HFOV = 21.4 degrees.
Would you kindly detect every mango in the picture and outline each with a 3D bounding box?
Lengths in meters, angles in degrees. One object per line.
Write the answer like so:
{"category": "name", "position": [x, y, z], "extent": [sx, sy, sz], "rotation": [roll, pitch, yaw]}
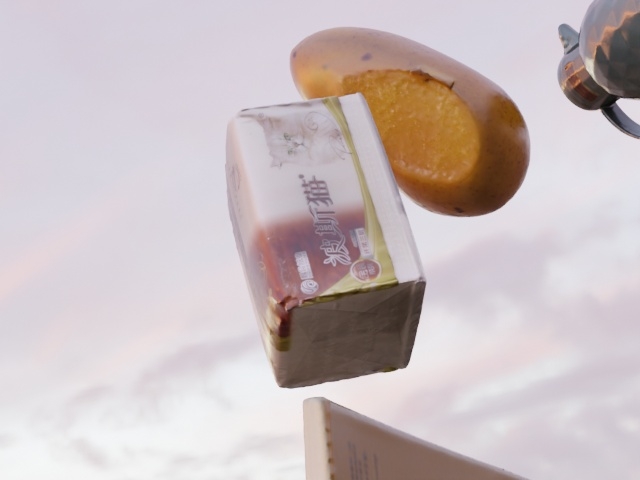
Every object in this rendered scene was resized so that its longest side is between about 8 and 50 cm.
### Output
{"category": "mango", "position": [0.098, -0.138, 1.852], "extent": [0.160, 0.290, 0.191], "rotation": [-58, -6, 11]}

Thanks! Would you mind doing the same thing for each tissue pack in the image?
{"category": "tissue pack", "position": [-0.001, 0.000, 1.062], "extent": [0.099, 0.148, 0.106], "rotation": [-9, -34, -11]}

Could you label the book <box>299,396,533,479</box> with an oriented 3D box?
{"category": "book", "position": [0.102, 0.260, 1.035], "extent": [0.032, 0.269, 0.389], "rotation": [-16, -26, 27]}

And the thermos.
{"category": "thermos", "position": [0.379, -0.220, 1.884], "extent": [0.145, 0.182, 0.286], "rotation": [-24, -9, -32]}
